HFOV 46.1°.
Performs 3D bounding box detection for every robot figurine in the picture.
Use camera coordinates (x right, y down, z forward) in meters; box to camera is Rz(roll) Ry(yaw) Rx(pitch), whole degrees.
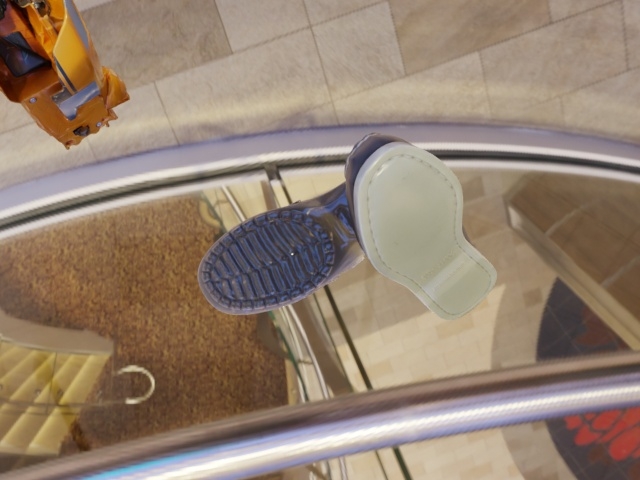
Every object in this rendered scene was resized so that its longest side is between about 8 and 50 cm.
[{"bbox_3d":[-0.218,-0.188,0.465,0.085,0.211,0.291,-35,161,-12],"label":"robot figurine"}]

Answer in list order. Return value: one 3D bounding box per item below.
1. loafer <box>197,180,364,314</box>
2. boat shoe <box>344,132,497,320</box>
[{"bbox_3d":[0.000,0.000,0.799,0.268,0.092,0.102,-26,82,-5],"label":"loafer"},{"bbox_3d":[0.066,-0.012,0.562,0.081,0.068,0.228,-39,143,1],"label":"boat shoe"}]
